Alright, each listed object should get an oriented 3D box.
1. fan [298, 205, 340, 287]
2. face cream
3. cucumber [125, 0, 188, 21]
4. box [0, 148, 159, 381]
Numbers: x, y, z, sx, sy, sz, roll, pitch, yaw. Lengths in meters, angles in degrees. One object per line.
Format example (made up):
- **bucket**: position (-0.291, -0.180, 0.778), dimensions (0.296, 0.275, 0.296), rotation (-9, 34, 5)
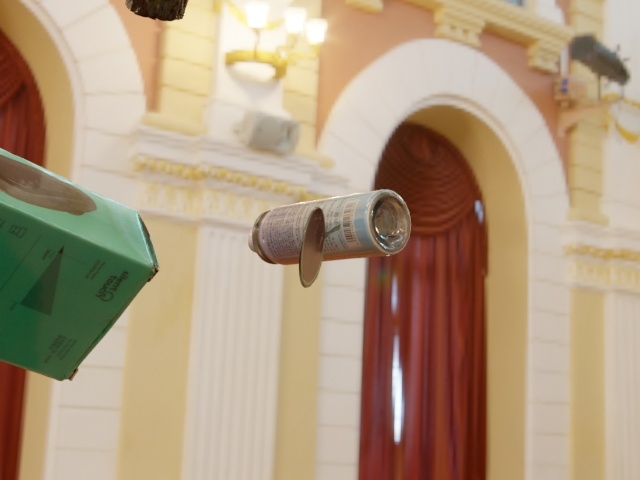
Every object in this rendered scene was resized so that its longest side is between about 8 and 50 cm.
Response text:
- **fan**: position (0.000, 0.000, 1.106), dimensions (0.005, 0.085, 0.133), rotation (9, 19, 16)
- **face cream**: position (-0.001, -0.011, 1.259), dimensions (0.075, 0.075, 0.229), rotation (13, -13, -42)
- **cucumber**: position (-0.117, -0.340, 0.996), dimensions (0.067, 0.068, 0.294), rotation (8, -53, -24)
- **box**: position (-0.367, 0.013, 1.192), dimensions (0.311, 0.118, 0.205), rotation (26, -63, -34)
